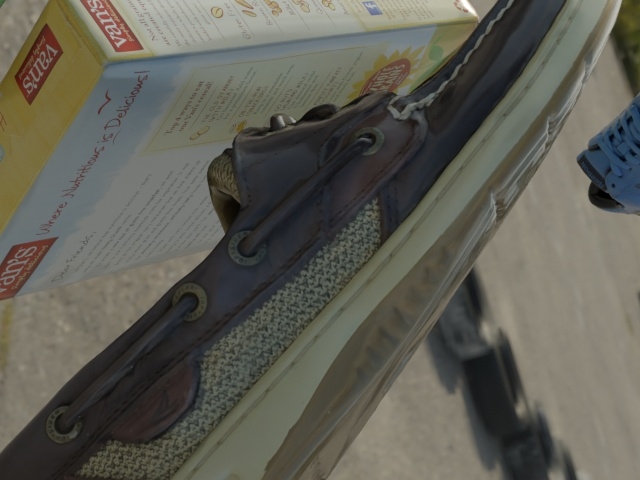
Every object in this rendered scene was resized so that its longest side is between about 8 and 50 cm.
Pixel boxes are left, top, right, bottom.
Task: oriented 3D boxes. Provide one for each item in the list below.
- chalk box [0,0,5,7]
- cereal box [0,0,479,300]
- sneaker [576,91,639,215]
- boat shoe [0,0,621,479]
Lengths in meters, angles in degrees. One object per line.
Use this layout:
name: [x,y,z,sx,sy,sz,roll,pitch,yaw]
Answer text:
chalk box: [-0.182,-0.231,0.606,0.179,0.289,0.180,44,27,3]
cereal box: [-0.054,-0.053,0.668,0.240,0.173,0.047,-13,64,-46]
sneaker: [0.216,-0.059,0.937,0.209,0.082,0.069,69,8,-74]
boat shoe: [0.000,0.000,0.473,0.092,0.285,0.103,34,-16,10]
